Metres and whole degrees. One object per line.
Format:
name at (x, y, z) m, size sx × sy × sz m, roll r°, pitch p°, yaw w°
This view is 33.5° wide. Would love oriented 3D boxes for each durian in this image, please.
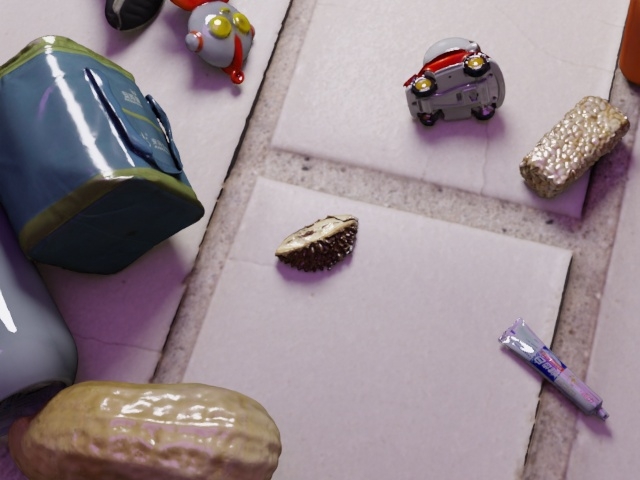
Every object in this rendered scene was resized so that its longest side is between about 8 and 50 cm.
durian at (0.001, 0.007, 1.460) m, size 0.130 × 0.052 × 0.066 m, roll -23°, pitch 31°, yaw -10°

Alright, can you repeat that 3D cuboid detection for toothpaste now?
toothpaste at (0.307, 0.172, 1.381) m, size 0.045 × 0.028 × 0.170 m, roll -44°, pitch 71°, yaw -7°

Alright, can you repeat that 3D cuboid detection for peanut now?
peanut at (-0.216, 0.244, 1.287) m, size 0.340 × 0.174 × 0.158 m, roll 7°, pitch 86°, yaw 1°

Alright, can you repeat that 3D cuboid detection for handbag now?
handbag at (-0.306, -0.104, 1.387) m, size 0.222 × 0.263 × 0.241 m, roll -34°, pitch 72°, yaw 16°

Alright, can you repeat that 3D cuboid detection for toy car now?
toy car at (0.186, -0.237, 1.515) m, size 0.139 × 0.112 × 0.112 m, roll -12°, pitch 53°, yaw 7°

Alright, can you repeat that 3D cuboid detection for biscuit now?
biscuit at (0.353, -0.130, 1.477) m, size 0.082 × 0.070 × 0.168 m, roll 43°, pitch 73°, yaw 13°

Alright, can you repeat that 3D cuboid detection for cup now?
cup at (-0.451, 0.086, 1.348) m, size 0.205 × 0.205 × 0.312 m, roll -29°, pitch 72°, yaw -9°

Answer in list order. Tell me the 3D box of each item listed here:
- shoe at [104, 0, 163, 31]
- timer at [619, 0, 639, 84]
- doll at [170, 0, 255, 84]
shoe at (-0.286, -0.416, 1.606) m, size 0.112 × 0.099 × 0.227 m, roll 17°, pitch 66°, yaw 16°
timer at (0.530, -0.354, 1.464) m, size 0.161 × 0.257 × 0.250 m, roll 19°, pitch 72°, yaw 17°
doll at (-0.166, -0.341, 1.555) m, size 0.142 × 0.076 × 0.245 m, roll -20°, pitch 82°, yaw -40°
